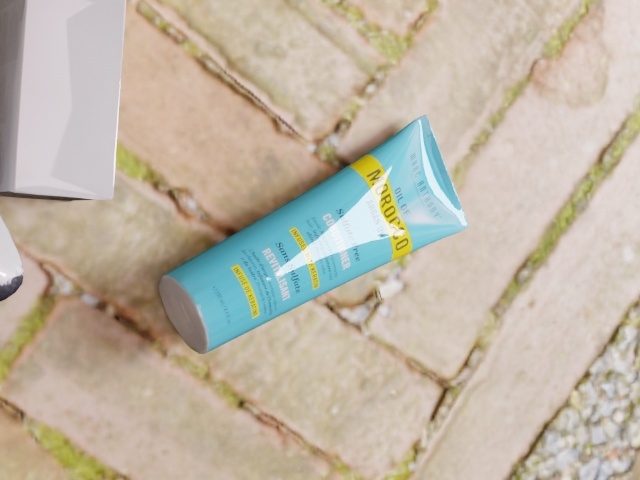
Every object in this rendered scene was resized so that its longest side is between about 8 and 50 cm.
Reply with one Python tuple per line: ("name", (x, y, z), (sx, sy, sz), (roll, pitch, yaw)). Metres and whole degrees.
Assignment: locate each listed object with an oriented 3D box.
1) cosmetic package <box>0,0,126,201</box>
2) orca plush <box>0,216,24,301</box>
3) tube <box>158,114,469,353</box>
("cosmetic package", (-0.144, -0.142, 0.790), (0.060, 0.099, 0.239), (4, 90, -25))
("orca plush", (-0.286, -0.055, 0.734), (0.102, 0.151, 0.287), (-40, 111, 16))
("tube", (0.000, 0.000, 0.881), (0.207, 0.052, 0.080), (-29, 111, -25))
